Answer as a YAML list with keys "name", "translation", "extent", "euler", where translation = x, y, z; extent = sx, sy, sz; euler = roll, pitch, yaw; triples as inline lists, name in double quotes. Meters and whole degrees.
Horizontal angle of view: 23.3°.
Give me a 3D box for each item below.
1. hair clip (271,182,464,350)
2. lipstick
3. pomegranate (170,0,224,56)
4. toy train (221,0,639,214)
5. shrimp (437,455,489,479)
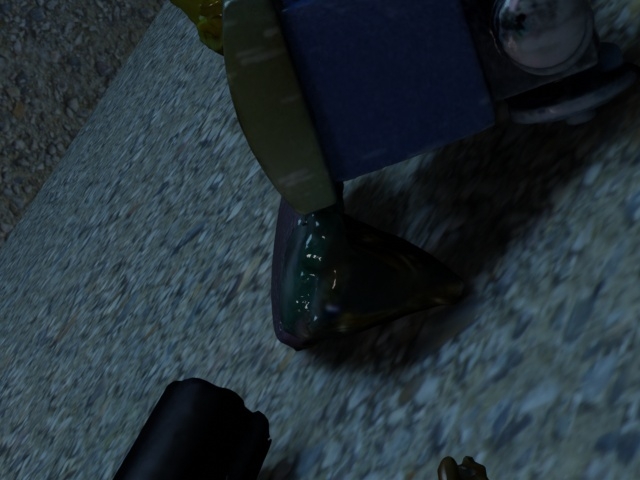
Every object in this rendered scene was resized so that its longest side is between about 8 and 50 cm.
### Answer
- name: "hair clip"
  translation: [0.000, 0.002, 0.929]
  extent: [0.095, 0.110, 0.358]
  euler: [-25, 12, -5]
- name: "lipstick"
  translation: [-0.131, 0.249, 0.741]
  extent: [0.077, 0.077, 0.418]
  euler: [-33, 26, 53]
- name: "pomegranate"
  translation: [-0.027, -0.309, 1.362]
  extent: [0.260, 0.260, 0.341]
  euler: [-134, 58, -75]
- name: "toy train"
  translation: [0.045, -0.116, 0.847]
  extent: [0.202, 0.131, 0.300]
  euler: [-21, 15, 1]
- name: "shrimp"
  translation: [0.066, 0.138, 0.365]
  extent: [0.133, 0.053, 0.236]
  euler: [-50, 27, 32]
